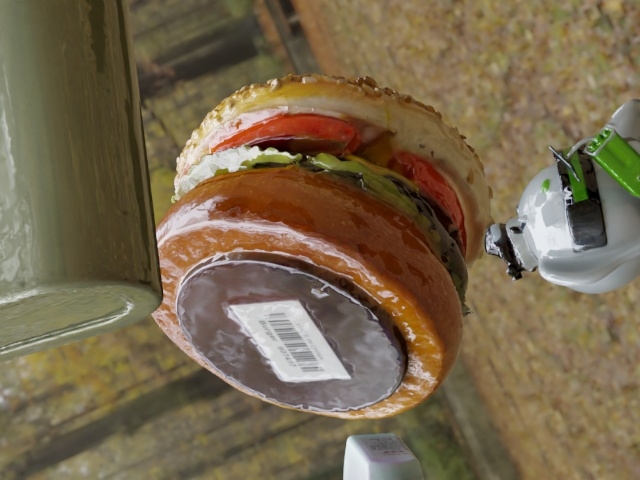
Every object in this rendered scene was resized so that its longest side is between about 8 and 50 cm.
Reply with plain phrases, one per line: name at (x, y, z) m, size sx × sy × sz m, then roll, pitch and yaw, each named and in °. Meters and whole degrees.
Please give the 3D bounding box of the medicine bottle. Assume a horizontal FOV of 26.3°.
medicine bottle at (0.060, 0.226, 1.223) m, size 0.118 × 0.055 × 0.074 m, roll -138°, pitch 50°, yaw -71°

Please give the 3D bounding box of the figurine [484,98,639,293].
figurine at (0.201, -0.023, 0.910) m, size 0.147 × 0.192 × 0.126 m, roll -55°, pitch -56°, yaw -78°

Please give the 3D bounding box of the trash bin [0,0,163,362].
trash bin at (-0.215, -0.056, 0.798) m, size 0.121 × 0.243 × 0.247 m, roll 37°, pitch -140°, yaw -65°

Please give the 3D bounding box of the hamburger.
hamburger at (0.000, 0.000, 1.356) m, size 0.330 × 0.330 × 0.250 m, roll 67°, pitch -146°, yaw -41°
